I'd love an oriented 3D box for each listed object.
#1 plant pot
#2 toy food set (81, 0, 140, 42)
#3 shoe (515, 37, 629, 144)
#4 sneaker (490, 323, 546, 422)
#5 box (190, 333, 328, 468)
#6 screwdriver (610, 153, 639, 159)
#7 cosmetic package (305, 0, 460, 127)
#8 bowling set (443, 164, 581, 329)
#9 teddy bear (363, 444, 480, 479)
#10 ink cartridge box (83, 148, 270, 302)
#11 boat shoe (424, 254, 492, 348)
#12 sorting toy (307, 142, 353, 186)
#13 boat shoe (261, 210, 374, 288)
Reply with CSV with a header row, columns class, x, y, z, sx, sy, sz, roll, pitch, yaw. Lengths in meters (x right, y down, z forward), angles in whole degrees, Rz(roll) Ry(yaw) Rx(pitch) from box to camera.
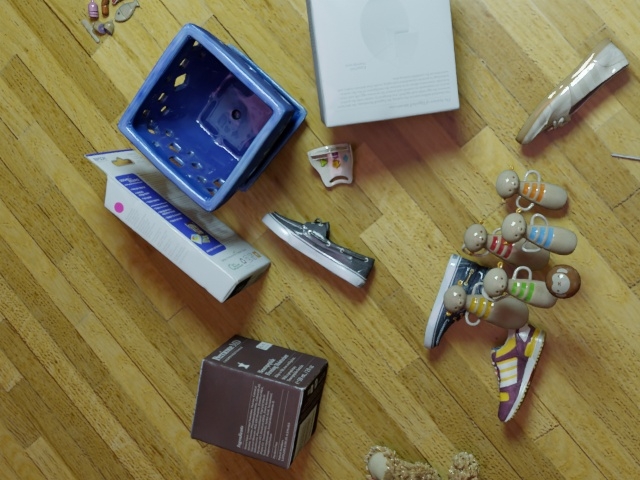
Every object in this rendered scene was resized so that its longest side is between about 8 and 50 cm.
class,x,y,z,sx,sy,sz,roll,pitch,yaw
plant pot,-0.176,-0.219,1.414,0.236,0.212,0.236,42,108,7
toy food set,-0.419,-0.450,1.547,0.122,0.019,0.078,-39,87,19
shoe,0.414,-0.235,1.306,0.058,0.076,0.219,46,107,10
sneaker,0.341,0.234,1.422,0.084,0.069,0.185,22,99,21
box,-0.114,0.303,1.510,0.203,0.168,0.167,14,104,13
screwdriver,0.570,-0.127,1.308,0.170,0.024,0.025,7,73,17
cosmetic package,0.100,-0.317,1.313,0.224,0.138,0.225,-8,102,-2
bowling set,0.326,0.021,1.287,0.154,0.200,0.287,15,93,-9
teddy bear,0.224,0.509,1.492,0.338,0.113,0.245,1,93,24
ink cartridge box,-0.276,-0.037,1.495,0.371,0.176,0.069,41,109,6
boat shoe,0.248,0.122,1.425,0.083,0.065,0.183,19,104,12
sorting toy,0.027,-0.138,1.460,0.083,0.045,0.075,-7,105,17
boat shoe,0.000,0.000,1.476,0.228,0.080,0.076,33,90,12
